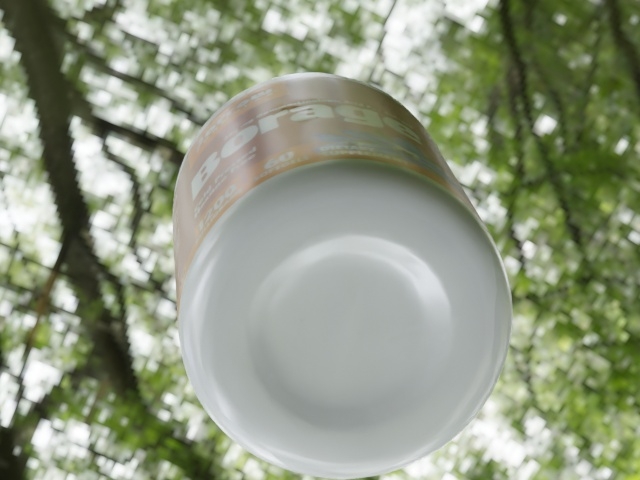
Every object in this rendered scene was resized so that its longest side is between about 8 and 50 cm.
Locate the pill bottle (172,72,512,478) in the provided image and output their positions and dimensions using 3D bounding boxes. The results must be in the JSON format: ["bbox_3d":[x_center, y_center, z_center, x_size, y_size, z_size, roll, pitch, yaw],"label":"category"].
[{"bbox_3d":[0.000,0.000,0.735,0.121,0.121,0.216,19,-165,-12],"label":"pill bottle"}]
